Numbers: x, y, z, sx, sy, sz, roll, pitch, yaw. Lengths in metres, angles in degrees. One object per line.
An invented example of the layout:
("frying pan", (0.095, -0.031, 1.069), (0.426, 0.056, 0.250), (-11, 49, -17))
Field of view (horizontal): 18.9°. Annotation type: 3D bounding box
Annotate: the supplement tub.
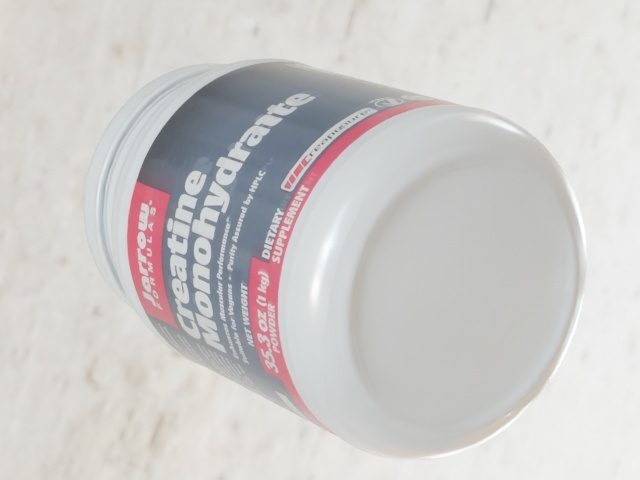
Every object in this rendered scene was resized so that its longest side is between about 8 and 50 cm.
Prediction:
("supplement tub", (0.000, 0.000, 1.094), (0.191, 0.272, 0.191), (-9, 107, -33))
